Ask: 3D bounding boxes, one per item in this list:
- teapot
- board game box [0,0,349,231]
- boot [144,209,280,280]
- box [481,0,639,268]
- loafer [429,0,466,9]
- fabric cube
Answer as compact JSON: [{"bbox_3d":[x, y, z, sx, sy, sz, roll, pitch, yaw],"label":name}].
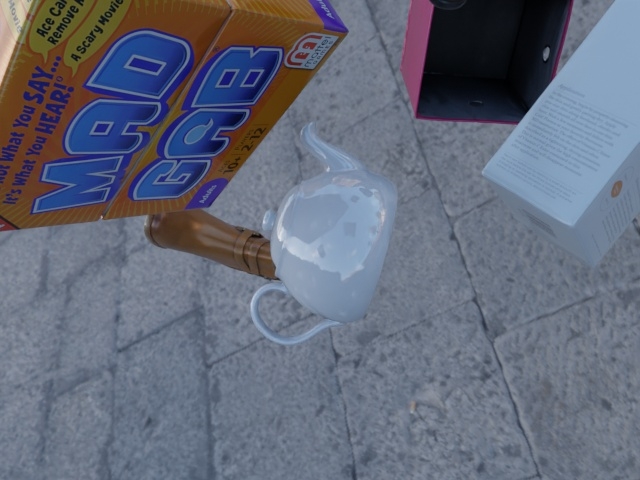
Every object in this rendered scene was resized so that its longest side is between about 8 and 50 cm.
[{"bbox_3d":[0.000,0.000,0.946,0.186,0.253,0.256,14,52,-1],"label":"teapot"},{"bbox_3d":[-0.265,-0.267,0.734,0.356,0.356,0.356,-44,68,38],"label":"board game box"},{"bbox_3d":[-0.182,0.011,1.183,0.220,0.283,0.109,20,81,26],"label":"boot"},{"bbox_3d":[0.444,-0.162,0.950,0.345,0.215,0.168,-52,54,4],"label":"box"},{"bbox_3d":[0.174,-0.425,0.823,0.080,0.078,0.220,-7,80,-11],"label":"loafer"},{"bbox_3d":[0.316,-0.406,1.248,0.258,0.254,0.258,3,34,-2],"label":"fabric cube"}]
